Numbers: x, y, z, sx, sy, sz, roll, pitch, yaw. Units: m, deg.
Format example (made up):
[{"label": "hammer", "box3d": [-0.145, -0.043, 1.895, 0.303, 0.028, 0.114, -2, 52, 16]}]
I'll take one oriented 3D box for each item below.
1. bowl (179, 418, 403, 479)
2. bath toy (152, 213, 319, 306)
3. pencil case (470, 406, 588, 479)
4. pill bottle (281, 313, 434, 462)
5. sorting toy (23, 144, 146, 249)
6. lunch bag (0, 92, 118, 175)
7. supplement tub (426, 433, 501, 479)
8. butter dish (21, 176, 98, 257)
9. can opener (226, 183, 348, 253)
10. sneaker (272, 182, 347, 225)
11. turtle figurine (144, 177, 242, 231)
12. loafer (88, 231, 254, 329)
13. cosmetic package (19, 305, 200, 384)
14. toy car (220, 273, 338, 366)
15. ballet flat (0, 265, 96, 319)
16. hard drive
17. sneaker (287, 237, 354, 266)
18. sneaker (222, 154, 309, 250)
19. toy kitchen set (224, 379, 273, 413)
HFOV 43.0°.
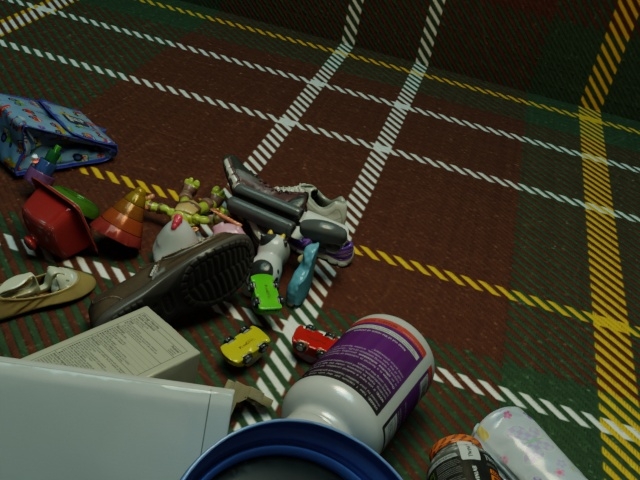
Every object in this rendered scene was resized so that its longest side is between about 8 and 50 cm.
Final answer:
[{"label": "bowl", "box3d": [-0.029, 0.431, 1.070, 0.391, 0.077, 0.391, 14, 50, -18]}, {"label": "bath toy", "box3d": [-0.184, 0.024, 1.731, 0.348, 0.129, 0.151, 13, 32, 3]}, {"label": "pencil case", "box3d": [0.363, 0.401, 1.338, 0.124, 0.113, 0.273, -18, 41, -18]}, {"label": "pill bottle", "box3d": [0.056, 0.269, 1.374, 0.182, 0.181, 0.323, 25, 34, 20]}, {"label": "sorting toy", "box3d": [-0.507, -0.114, 1.798, 0.366, 0.126, 0.127, 31, 1, 27]}, {"label": "lunch bag", "box3d": [-0.672, -0.267, 2.053, 0.293, 0.138, 0.221, -5, 33, -47]}, {"label": "supplement tub", "box3d": [0.233, 0.406, 1.280, 0.117, 0.117, 0.190, 6, 33, -9]}, {"label": "butter dish", "box3d": [-0.563, -0.025, 1.687, 0.160, 0.160, 0.118, 30, 59, 26]}, {"label": "can opener", "box3d": [-0.069, -0.057, 1.763, 0.283, 0.095, 0.076, 23, 64, 10]}, {"label": "sneaker", "box3d": [-0.066, -0.093, 1.968, 0.292, 0.118, 0.110, 19, 34, 13]}, {"label": "turtle figurine", "box3d": [-0.291, -0.067, 1.877, 0.270, 0.087, 0.217, 8, 23, 9]}, {"label": "loafer", "box3d": [-0.292, 0.073, 1.568, 0.366, 0.133, 0.130, -28, 42, -30]}, {"label": "cosmetic package", "box3d": [-0.371, 0.240, 1.340, 0.160, 0.113, 0.309, 35, 38, 31]}, {"label": "toy car", "box3d": [-0.095, 0.160, 1.594, 0.239, 0.053, 0.225, 0, 44, -20]}, {"label": "ballet flat", "box3d": [-0.533, 0.090, 1.557, 0.080, 0.073, 0.232, 35, 38, 31]}, {"label": "hard drive", "box3d": [-0.316, 0.304, 1.158, 0.353, 0.233, 0.047, 9, 1, -5]}, {"label": "sneaker", "box3d": [0.000, 0.000, 1.884, 0.170, 0.071, 0.068, 16, 32, 7]}, {"label": "sneaker", "box3d": [-0.116, -0.105, 1.900, 0.163, 0.106, 0.281, -23, 63, -7]}, {"label": "toy kitchen set", "box3d": [-0.144, 0.291, 1.422, 0.083, 0.075, 0.068, 33, -21, -29]}]
